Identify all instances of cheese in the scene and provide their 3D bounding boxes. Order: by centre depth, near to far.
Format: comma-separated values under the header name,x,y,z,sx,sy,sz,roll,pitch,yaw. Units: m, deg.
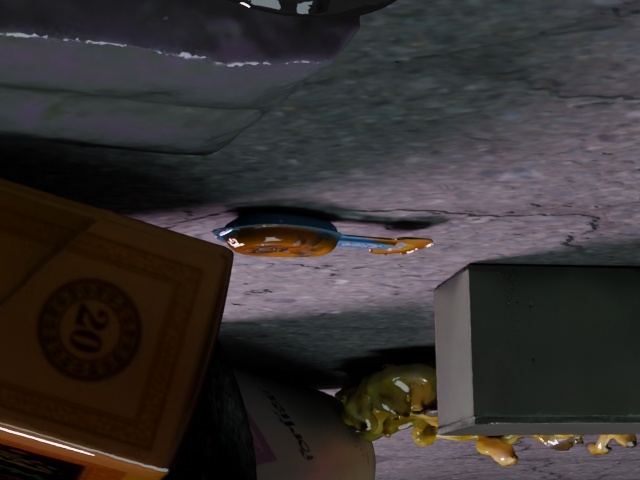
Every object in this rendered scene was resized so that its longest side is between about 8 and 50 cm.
name,x,y,z,sx,sy,sz,roll,pitch,yaw
cheese,0.000,-0.001,0.897,0.111,0.017,0.047,4,170,-27

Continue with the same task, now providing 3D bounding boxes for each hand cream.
name,x,y,z,sx,sy,sz,roll,pitch,yaw
hand cream,-0.048,0.155,1.362,0.118,0.185,0.358,-32,167,6

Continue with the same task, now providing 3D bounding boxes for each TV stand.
name,x,y,z,sx,sy,sz,roll,pitch,yaw
TV stand,0.203,0.065,1.068,0.269,0.088,0.083,1,168,-11

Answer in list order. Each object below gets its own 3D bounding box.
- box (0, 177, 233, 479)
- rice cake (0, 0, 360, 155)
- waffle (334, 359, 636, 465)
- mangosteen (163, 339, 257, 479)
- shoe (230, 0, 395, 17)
name,x,y,z,sx,sy,sz,roll,pitch,yaw
box,-0.176,0.014,0.617,0.274,0.076,0.174,18,166,-7
rice cake,-0.140,-0.061,0.497,0.297,0.050,0.106,3,167,-20
waffle,0.144,0.122,1.406,0.262,0.060,0.280,-2,165,14
mangosteen,-0.169,0.106,0.836,0.288,0.288,0.288,-1,169,0
shoe,-0.003,-0.108,0.278,0.071,0.049,0.179,8,147,5
